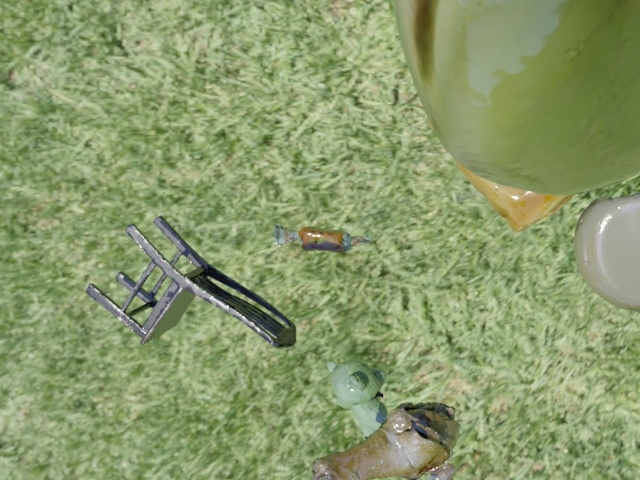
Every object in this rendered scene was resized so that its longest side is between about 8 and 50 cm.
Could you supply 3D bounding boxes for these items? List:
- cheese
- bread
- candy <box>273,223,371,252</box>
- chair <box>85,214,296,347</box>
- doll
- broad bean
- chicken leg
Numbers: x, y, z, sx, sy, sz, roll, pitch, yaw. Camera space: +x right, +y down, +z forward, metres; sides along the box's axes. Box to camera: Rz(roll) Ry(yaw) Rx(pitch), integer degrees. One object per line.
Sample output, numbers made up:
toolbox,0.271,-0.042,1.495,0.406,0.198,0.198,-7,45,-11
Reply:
cheese,0.488,0.020,1.394,0.175,0.091,0.202,-10,103,14
bread,0.320,-0.164,1.571,0.167,0.132,0.294,-37,71,10
candy,0.000,0.000,1.607,0.182,0.053,0.046,7,102,14
chair,-0.135,0.078,0.969,0.212,0.084,0.101,39,108,7
doll,0.068,0.230,1.276,0.115,0.077,0.150,15,135,58
broad bean,0.142,-0.109,0.475,0.189,0.263,0.121,-51,41,13
chicken leg,0.086,0.250,1.053,0.080,0.196,0.125,38,121,51
